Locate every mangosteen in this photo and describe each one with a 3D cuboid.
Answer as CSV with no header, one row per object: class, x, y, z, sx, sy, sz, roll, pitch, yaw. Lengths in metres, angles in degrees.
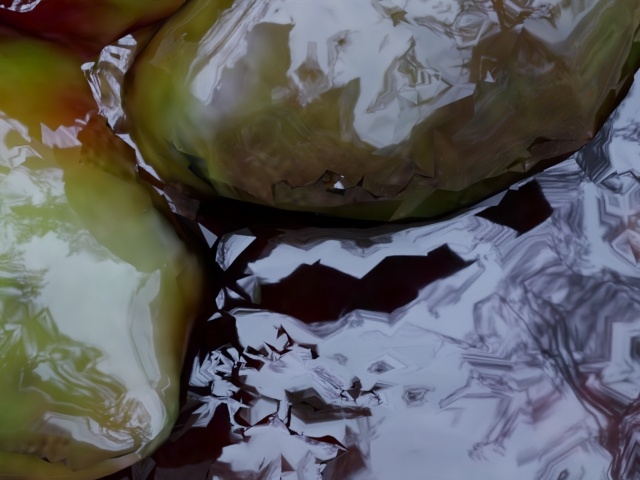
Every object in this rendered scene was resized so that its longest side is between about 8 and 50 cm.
mangosteen,0.008,0.022,0.527,0.381,0.421,0.381,-3,70,10
